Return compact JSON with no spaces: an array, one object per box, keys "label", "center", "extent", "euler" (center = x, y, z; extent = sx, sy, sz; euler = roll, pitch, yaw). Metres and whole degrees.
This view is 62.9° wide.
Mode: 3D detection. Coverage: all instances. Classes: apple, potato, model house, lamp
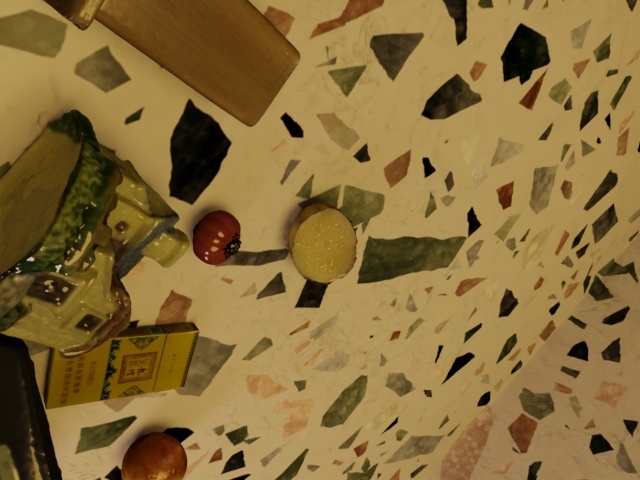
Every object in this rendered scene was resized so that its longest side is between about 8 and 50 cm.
[{"label":"apple","center":[-0.375,0.502,1.177],"extent":[0.146,0.146,0.146],"euler":[-20,128,-27]},{"label":"potato","center":[0.000,0.000,1.171],"extent":[0.164,0.081,0.200],"euler":[-28,129,-10]},{"label":"model house","center":[-0.354,0.023,0.785],"extent":[0.321,0.261,0.266],"euler":[-46,138,4]},{"label":"lamp","center":[-0.198,-0.005,1.002],"extent":[0.107,0.092,0.107],"euler":[-59,166,-24]}]

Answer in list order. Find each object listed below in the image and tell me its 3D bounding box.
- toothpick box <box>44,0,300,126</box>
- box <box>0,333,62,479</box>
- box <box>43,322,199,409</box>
[{"label":"toothpick box","center":[-0.194,-0.316,0.748],"extent":[0.308,0.187,0.190],"euler":[29,97,-49]},{"label":"box","center":[-0.562,0.329,0.741],"extent":[0.350,0.091,0.359],"euler":[-13,90,-6]},{"label":"box","center":[-0.394,0.246,1.052],"extent":[0.279,0.041,0.153],"euler":[2,115,-38]}]
